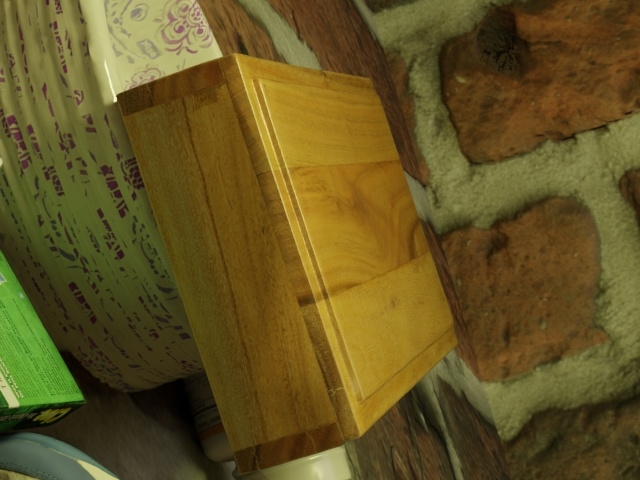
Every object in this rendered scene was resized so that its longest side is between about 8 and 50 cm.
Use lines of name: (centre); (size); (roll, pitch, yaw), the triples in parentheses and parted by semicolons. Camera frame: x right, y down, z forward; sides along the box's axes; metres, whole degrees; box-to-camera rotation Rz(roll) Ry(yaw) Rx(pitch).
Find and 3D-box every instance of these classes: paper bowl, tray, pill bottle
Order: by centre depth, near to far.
paper bowl: (-0.138, -0.048, 1.070); (0.284, 0.148, 0.284); (-19, 90, -79)
tray: (0.000, 0.000, 1.097); (0.411, 0.076, 0.203); (-17, 89, -79)
pill bottle: (-0.048, 0.087, 1.350); (0.117, 0.117, 0.215); (21, 51, -75)

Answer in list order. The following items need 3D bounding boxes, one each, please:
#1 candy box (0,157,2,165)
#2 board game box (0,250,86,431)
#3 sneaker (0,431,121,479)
candy box: (-0.229, -0.097, 0.682); (0.165, 0.070, 0.196); (27, -25, 51)
board game box: (-0.207, -0.025, 0.866); (0.260, 0.030, 0.136); (59, 7, 10)
sneaker: (-0.117, 0.224, 0.819); (0.131, 0.112, 0.296); (25, 43, -67)
